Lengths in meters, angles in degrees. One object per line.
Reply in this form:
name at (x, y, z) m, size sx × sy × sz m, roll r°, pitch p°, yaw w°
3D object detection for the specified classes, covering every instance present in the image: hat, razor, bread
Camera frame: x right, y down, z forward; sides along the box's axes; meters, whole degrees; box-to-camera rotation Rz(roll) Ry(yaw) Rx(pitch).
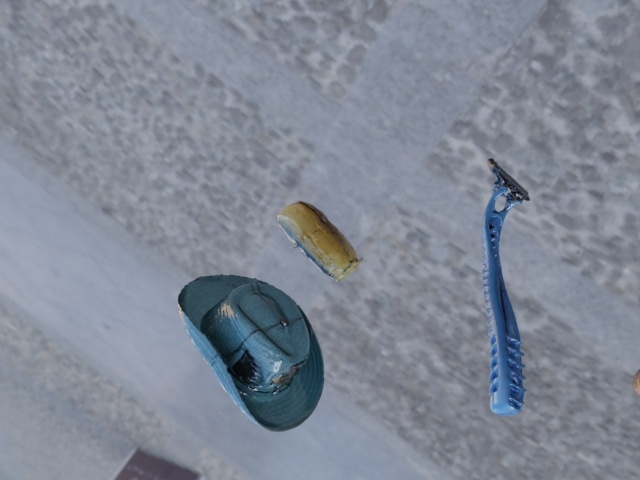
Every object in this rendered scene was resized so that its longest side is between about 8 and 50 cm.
hat at (-0.060, 0.094, 1.021) m, size 0.191 × 0.138 × 0.078 m, roll 56°, pitch 130°, yaw 18°
razor at (0.181, 0.048, 0.994) m, size 0.042 × 0.253 × 0.082 m, roll -15°, pitch 151°, yaw 33°
bread at (0.000, 0.000, 1.163) m, size 0.106 × 0.053 × 0.072 m, roll 44°, pitch -172°, yaw 19°

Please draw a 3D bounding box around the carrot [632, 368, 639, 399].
carrot at (0.419, 0.165, 1.222) m, size 0.055 × 0.055 × 0.161 m, roll 30°, pitch 166°, yaw 16°
